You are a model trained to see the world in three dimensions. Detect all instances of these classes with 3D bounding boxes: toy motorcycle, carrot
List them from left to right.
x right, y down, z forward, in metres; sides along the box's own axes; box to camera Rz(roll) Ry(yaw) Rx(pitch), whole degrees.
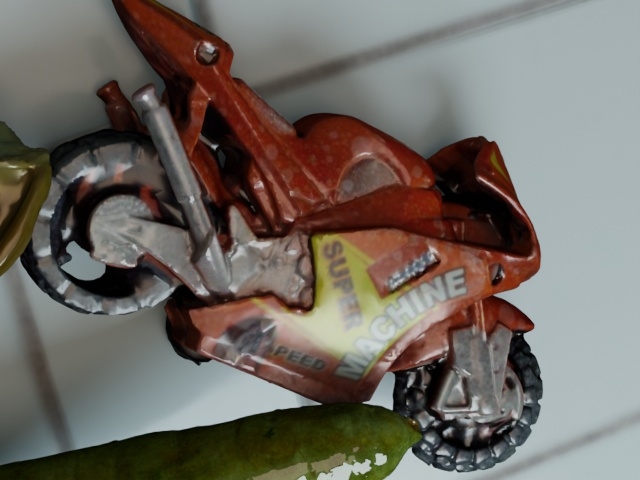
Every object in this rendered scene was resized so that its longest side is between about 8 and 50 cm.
[{"bbox_3d":[-0.126,0.132,0.871,0.358,0.074,0.074,-15,108,-2],"label":"carrot"},{"bbox_3d":[0.000,0.002,0.902,0.298,0.089,0.171,26,93,-22],"label":"toy motorcycle"}]

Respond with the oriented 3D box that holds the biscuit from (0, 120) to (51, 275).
[{"bbox_3d":[-0.308,-0.041,0.782,0.329,0.078,0.335,-30,100,-12],"label":"biscuit"}]
